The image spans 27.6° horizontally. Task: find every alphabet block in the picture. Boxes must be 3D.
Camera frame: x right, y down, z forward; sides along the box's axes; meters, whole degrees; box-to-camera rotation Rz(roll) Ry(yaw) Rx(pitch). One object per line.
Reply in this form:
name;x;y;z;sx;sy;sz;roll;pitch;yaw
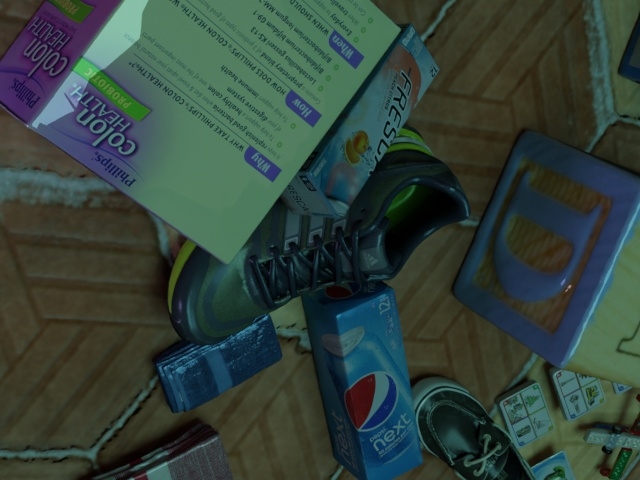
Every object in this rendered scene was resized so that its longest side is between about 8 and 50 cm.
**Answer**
alphabet block;0.286;0.024;1.300;0.197;0.192;0.193;16;103;-35

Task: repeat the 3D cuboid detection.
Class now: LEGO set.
LEGO set;0.309;0.219;1.502;0.182;0.060;0.244;-28;122;-5

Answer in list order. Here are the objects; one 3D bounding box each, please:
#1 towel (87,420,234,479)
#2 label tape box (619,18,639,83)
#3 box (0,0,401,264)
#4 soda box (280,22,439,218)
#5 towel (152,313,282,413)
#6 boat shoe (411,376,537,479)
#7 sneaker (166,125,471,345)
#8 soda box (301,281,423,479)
towel;-0.217;0.329;1.216;0.329;0.037;0.237;-24;123;-20
label tape box;0.513;-0.148;1.332;0.334;0.241;0.105;12;103;-35
box;-0.098;-0.145;1.032;0.213;0.117;0.243;37;88;-37
soda box;0.028;-0.106;1.125;0.058;0.063;0.183;52;59;-35
towel;-0.092;0.111;1.201;0.119;0.029;0.067;-28;123;-19
boat shoe;0.168;0.219;1.383;0.078;0.070;0.219;-50;127;-4
sneaker;0.000;0.000;1.152;0.300;0.121;0.111;-34;124;-15
soda box;0.041;0.133;1.267;0.067;0.071;0.210;-24;121;-22
